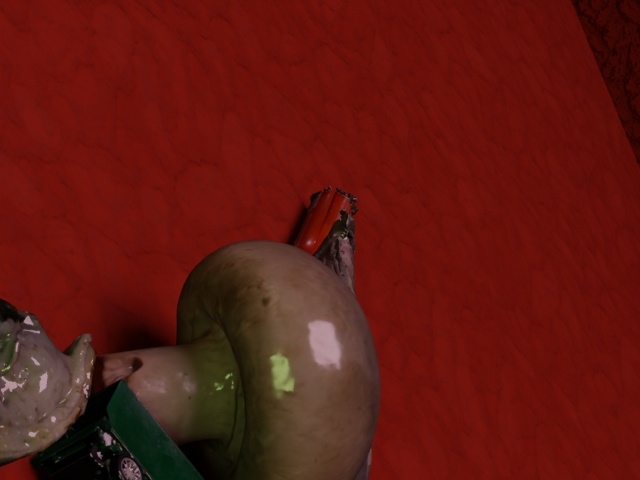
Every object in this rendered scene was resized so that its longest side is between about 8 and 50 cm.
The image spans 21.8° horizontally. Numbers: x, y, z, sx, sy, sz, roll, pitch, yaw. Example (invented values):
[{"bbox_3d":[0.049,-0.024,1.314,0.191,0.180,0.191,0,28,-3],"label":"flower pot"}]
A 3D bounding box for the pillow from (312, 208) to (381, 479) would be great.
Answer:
[{"bbox_3d":[0.010,0.100,1.353,0.255,0.059,0.169,-97,-169,-56],"label":"pillow"}]

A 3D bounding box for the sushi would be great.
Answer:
[{"bbox_3d":[-0.221,0.093,0.903,0.273,0.134,0.109,37,35,-58],"label":"sushi"}]

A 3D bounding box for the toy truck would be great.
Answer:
[{"bbox_3d":[-0.117,0.175,1.080,0.147,0.065,0.079,53,22,-15],"label":"toy truck"}]

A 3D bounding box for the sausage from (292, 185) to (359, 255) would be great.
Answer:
[{"bbox_3d":[0.000,0.000,1.534,0.145,0.050,0.048,-68,166,-61],"label":"sausage"}]

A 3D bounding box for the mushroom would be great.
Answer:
[{"bbox_3d":[-0.062,0.102,1.164,0.204,0.204,0.204,45,28,-33],"label":"mushroom"}]
